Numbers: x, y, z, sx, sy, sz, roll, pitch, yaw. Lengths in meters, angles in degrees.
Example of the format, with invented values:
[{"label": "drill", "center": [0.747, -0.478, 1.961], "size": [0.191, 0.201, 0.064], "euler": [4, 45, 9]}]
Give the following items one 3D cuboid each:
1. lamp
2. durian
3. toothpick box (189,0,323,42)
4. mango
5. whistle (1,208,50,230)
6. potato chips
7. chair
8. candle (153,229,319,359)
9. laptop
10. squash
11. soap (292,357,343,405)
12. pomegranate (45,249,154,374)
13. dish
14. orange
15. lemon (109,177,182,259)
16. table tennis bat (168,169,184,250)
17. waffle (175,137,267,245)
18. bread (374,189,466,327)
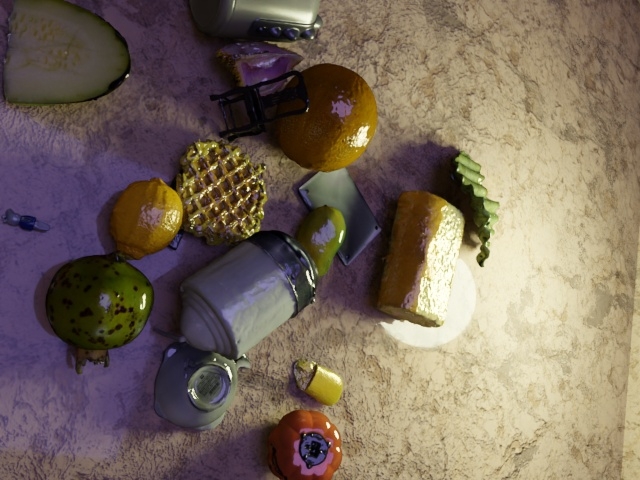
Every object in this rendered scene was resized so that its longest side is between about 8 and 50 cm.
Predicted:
[{"label": "lamp", "center": [-0.042, 0.513, 1.239], "size": [0.187, 0.164, 0.188], "euler": [7, 65, -16]}, {"label": "durian", "center": [-0.157, -0.443, 1.258], "size": [0.165, 0.132, 0.182], "euler": [47, 63, -14]}, {"label": "toothpick box", "center": [-0.136, -0.586, 1.229], "size": [0.316, 0.229, 0.229], "euler": [-10, 92, -36]}, {"label": "mango", "center": [-0.002, -0.003, 1.350], "size": [0.122, 0.085, 0.191], "euler": [31, 76, -27]}, {"label": "whistle", "center": [-0.573, -0.038, 0.983], "size": [0.083, 0.029, 0.033], "euler": [20, 59, -26]}, {"label": "potato chips", "center": [0.531, -0.115, 1.684], "size": [0.374, 0.097, 0.389], "euler": [69, 26, -12]}, {"label": "chair", "center": [-0.135, -0.316, 1.195], "size": [0.229, 0.113, 0.106], "euler": [-13, 95, 7]}, {"label": "candle", "center": [-0.181, 0.133, 1.132], "size": [0.342, 0.221, 0.221], "euler": [-37, 107, -31]}, {"label": "laptop", "center": [0.063, -0.085, 1.453], "size": [0.187, 0.015, 0.269], "euler": [-43, 110, -31]}, {"label": "squash", "center": [-0.498, -0.380, 0.995], "size": [0.203, 0.155, 0.237], "euler": [7, 83, -37]}, {"label": "soap", "center": [-0.006, 0.382, 1.349], "size": [0.168, 0.033, 0.089], "euler": [34, 65, -28]}, {"label": "pomegranate", "center": [-0.426, 0.140, 0.992], "size": [0.198, 0.198, 0.246], "euler": [-31, 139, -34]}, {"label": "dish", "center": [-0.255, 0.322, 1.149], "size": [0.246, 0.078, 0.224], "euler": [-31, 102, -34]}, {"label": "orange", "center": [0.013, -0.309, 1.287], "size": [0.274, 0.274, 0.275], "euler": [4, 84, -35]}, {"label": "lemon", "center": [-0.367, -0.044, 1.063], "size": [0.142, 0.142, 0.187], "euler": [27, 76, -31]}, {"label": "table tennis bat", "center": [-0.305, -0.080, 1.185], "size": [0.130, 0.019, 0.221], "euler": [34, 66, -30]}, {"label": "waffle", "center": [-0.233, -0.112, 1.203], "size": [0.245, 0.052, 0.255], "euler": [10, 81, -41]}, {"label": "bread", "center": [0.294, 0.058, 1.514], "size": [0.236, 0.165, 0.376], "euler": [23, 74, -34]}]
